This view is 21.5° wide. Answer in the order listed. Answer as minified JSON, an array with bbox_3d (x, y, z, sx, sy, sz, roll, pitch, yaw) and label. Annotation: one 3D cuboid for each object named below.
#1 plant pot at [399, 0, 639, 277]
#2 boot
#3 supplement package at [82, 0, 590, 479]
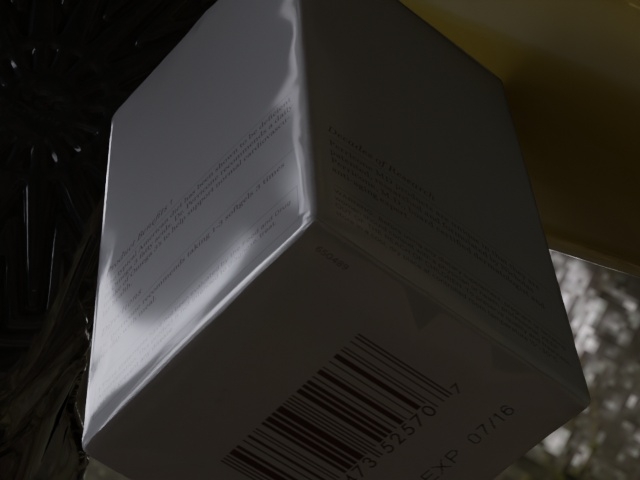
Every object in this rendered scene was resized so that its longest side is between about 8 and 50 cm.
[{"bbox_3d":[0.128,-0.091,0.679,0.254,0.239,0.254,-24,-48,-31],"label":"plant pot"},{"bbox_3d":[-0.162,0.014,1.097,0.367,0.146,0.445,-60,-9,-22],"label":"boot"},{"bbox_3d":[0.000,0.000,0.533,0.105,0.105,0.179,-45,27,25],"label":"supplement package"}]
